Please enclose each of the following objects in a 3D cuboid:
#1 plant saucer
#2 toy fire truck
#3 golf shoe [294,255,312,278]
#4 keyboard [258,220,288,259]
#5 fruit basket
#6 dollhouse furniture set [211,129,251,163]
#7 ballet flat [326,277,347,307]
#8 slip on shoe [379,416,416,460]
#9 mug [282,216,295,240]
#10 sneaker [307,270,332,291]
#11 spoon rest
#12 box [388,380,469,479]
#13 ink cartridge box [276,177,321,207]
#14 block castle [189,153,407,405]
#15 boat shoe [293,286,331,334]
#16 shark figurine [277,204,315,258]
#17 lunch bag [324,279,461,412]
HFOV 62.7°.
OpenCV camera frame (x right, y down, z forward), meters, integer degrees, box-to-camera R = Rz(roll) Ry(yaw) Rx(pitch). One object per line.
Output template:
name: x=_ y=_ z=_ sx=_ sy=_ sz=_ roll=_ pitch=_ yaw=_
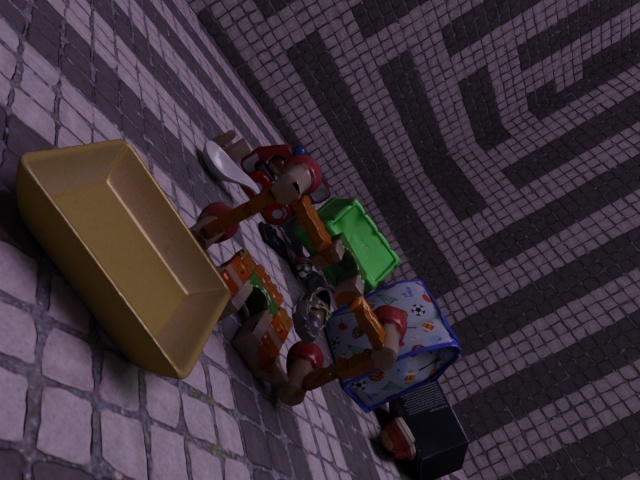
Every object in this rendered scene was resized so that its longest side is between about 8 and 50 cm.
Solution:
plant saucer: x=-0.283 y=0.019 z=0.785 sx=0.333 sy=0.081 sz=0.333 roll=58 pitch=8 yaw=-11
toy fire truck: x=-0.135 y=-0.222 z=1.916 sx=0.302 sy=0.254 sz=0.169 roll=55 pitch=9 yaw=-28
golf shoe: x=-0.065 y=0.102 z=1.923 sx=0.186 sy=0.067 sz=0.086 roll=44 pitch=51 yaw=-85
keyboard: x=-0.164 y=-0.006 z=1.807 sx=0.180 sy=0.023 sz=0.108 roll=48 pitch=20 yaw=-58
fruit basket: x=0.088 y=0.030 z=1.993 sx=0.392 sy=0.283 sz=0.392 roll=36 pitch=-30 yaw=25
dollhouse furniture set: x=-0.283 y=-0.295 z=1.739 sx=0.144 sy=0.123 sz=0.151 roll=62 pitch=8 yaw=16
ballet flat: x=0.092 y=0.227 z=2.359 sx=0.086 sy=0.086 sz=0.248 roll=51 pitch=11 yaw=-47
slip on shoe: x=0.243 y=0.652 z=1.695 sx=0.123 sy=0.101 sz=0.331 roll=58 pitch=-7 yaw=29
mug: x=-0.102 y=-0.074 z=2.148 sx=0.158 sy=0.097 sz=0.129 roll=55 pitch=10 yaw=-33
sneaker: x=-0.019 y=0.154 z=2.033 sx=0.076 sy=0.065 sz=0.166 roll=45 pitch=-5 yaw=35
spoon rest: x=-0.264 y=-0.190 z=1.610 sx=0.276 sy=0.084 sz=0.137 roll=56 pitch=14 yaw=-30
box: x=0.380 y=0.667 z=1.889 sx=0.296 sy=0.182 sz=0.294 roll=79 pitch=-9 yaw=-50
ink cartridge box: x=-0.100 y=-0.235 z=2.467 sx=0.100 sy=0.172 sz=0.237 roll=52 pitch=11 yaw=-41
block castle: x=-0.046 y=0.085 z=1.092 sx=0.453 sy=0.303 sz=0.213 roll=59 pitch=17 yaw=-12
boat shoe: x=-0.017 y=0.219 z=1.642 sx=0.109 sy=0.091 sz=0.305 roll=58 pitch=8 yaw=-8
shark figurine: x=-0.064 y=0.004 z=2.049 sx=0.116 sy=0.166 sz=0.278 roll=28 pitch=-49 yaw=52
lunch bag: x=0.245 y=0.338 z=1.781 sx=0.239 sy=0.385 sz=0.328 roll=52 pitch=10 yaw=-40
